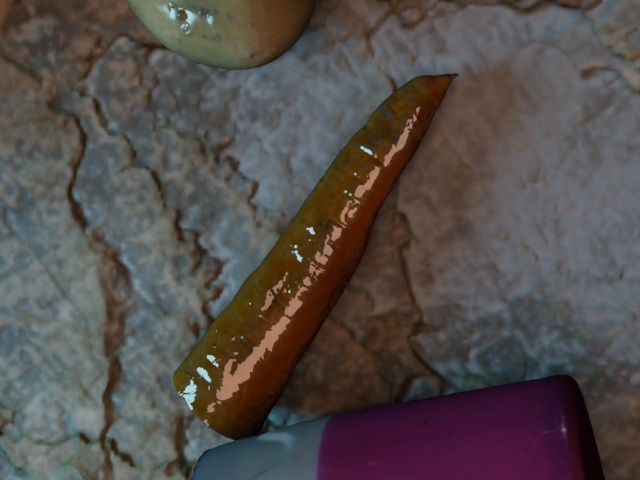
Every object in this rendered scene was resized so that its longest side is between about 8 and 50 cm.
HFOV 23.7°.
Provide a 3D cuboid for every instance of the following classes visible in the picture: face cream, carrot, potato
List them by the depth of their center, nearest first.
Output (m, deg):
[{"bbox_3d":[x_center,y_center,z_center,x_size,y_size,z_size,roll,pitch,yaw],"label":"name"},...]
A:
[{"bbox_3d":[-0.052,-0.156,0.757,0.112,0.112,0.147,-15,104,13],"label":"potato"},{"bbox_3d":[0.049,0.167,0.759,0.194,0.175,0.175,-13,98,12],"label":"face cream"},{"bbox_3d":[0.000,0.000,0.805,0.057,0.057,0.224,33,101,3],"label":"carrot"}]
